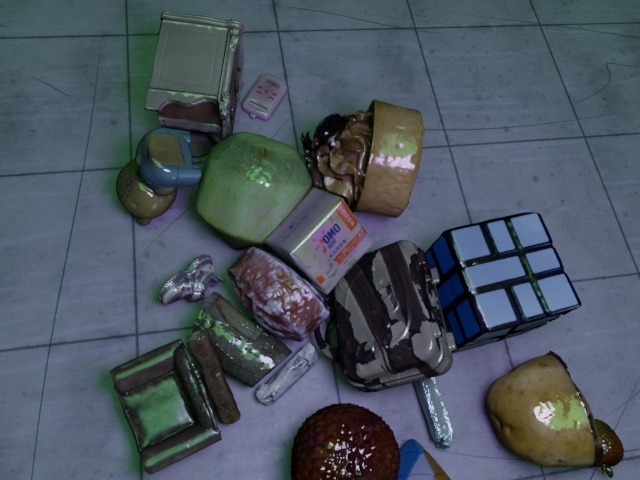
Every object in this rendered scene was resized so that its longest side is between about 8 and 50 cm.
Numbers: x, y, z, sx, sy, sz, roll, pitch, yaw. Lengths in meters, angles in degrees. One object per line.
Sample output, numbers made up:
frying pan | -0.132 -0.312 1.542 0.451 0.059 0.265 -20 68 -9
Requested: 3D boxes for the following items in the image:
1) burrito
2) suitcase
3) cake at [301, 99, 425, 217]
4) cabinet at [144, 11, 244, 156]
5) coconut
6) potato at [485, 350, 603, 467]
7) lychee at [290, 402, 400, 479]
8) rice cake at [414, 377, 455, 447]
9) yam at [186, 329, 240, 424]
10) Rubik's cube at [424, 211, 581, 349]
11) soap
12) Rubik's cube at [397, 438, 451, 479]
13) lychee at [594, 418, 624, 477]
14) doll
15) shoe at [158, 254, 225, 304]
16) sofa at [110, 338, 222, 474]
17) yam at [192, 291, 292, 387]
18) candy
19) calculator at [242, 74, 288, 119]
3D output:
burrito | -0.080 0.341 1.390 0.203 0.064 0.064 -38 77 -22
suitcase | 0.149 0.202 1.385 0.339 0.194 0.352 -22 54 22
cake | 0.100 -0.239 1.526 0.320 0.332 0.333 9 66 -3
cabinet | -0.345 -0.418 1.552 0.227 0.290 0.318 5 67 -7
coconut | -0.182 -0.116 1.463 0.328 0.329 0.281 -3 25 -10
potato | 0.542 0.437 1.365 0.242 0.242 0.286 -9 75 -12
lychee | 0.053 0.503 1.246 0.260 0.261 0.261 3 67 -7
rice cake | 0.278 0.373 1.424 0.062 0.066 0.337 -10 68 -7
yam | -0.253 0.332 1.293 0.061 0.061 0.253 -23 110 -17
Rubik's cube | 0.451 0.117 1.443 0.293 0.288 0.284 -13 69 -16
soap | 0.000 0.000 1.373 0.199 0.182 0.138 -47 36 -9
Rubik's cube | 0.216 0.621 1.229 0.254 0.254 0.255 3 67 -7
lychee | 0.720 0.532 1.397 0.114 0.114 0.147 7 52 -5
doll | -0.447 -0.168 1.456 0.161 0.260 0.177 -4 66 -42
shoe | -0.339 0.122 1.435 0.092 0.089 0.180 44 60 9
sofa | -0.365 0.384 1.263 0.199 0.182 0.259 -22 72 -16
yam | -0.213 0.258 1.364 0.254 0.154 0.154 38 67 3
candy | -0.117 0.139 1.377 0.289 0.214 0.157 33 66 34
calculator | -0.178 -0.457 1.732 0.100 0.032 0.175 26 66 3
